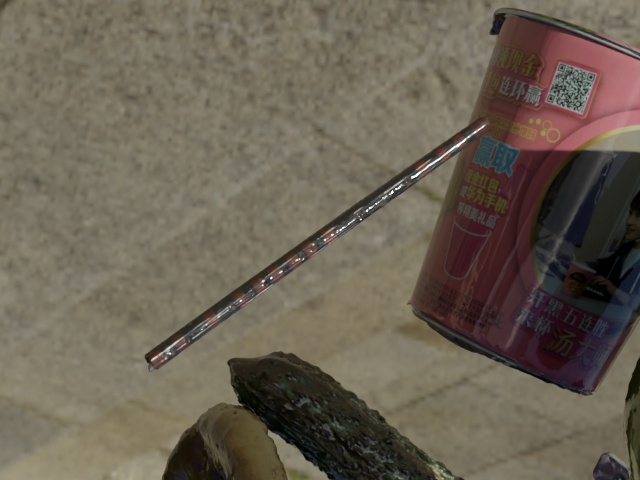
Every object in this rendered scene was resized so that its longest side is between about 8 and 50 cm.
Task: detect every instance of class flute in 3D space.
[{"bbox_3d":[0.000,0.000,0.929,0.269,0.014,0.014,-35,145,-10],"label":"flute"}]

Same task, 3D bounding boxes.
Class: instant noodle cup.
[{"bbox_3d":[0.192,-0.024,1.149,0.244,0.255,0.244,25,-176,-2],"label":"instant noodle cup"}]

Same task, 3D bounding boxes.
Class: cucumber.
[{"bbox_3d":[0.053,0.223,1.483,0.359,0.096,0.096,40,148,11],"label":"cucumber"}]

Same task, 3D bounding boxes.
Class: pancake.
[{"bbox_3d":[-0.115,0.324,1.438,0.065,0.356,0.356,15,147,-22],"label":"pancake"}]

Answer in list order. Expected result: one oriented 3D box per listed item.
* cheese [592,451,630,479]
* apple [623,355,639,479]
[{"bbox_3d":[0.295,0.237,1.184,0.037,0.192,0.097,-5,124,-45],"label":"cheese"},{"bbox_3d":[0.336,0.121,0.916,0.254,0.292,0.292,-27,164,-32],"label":"apple"}]
